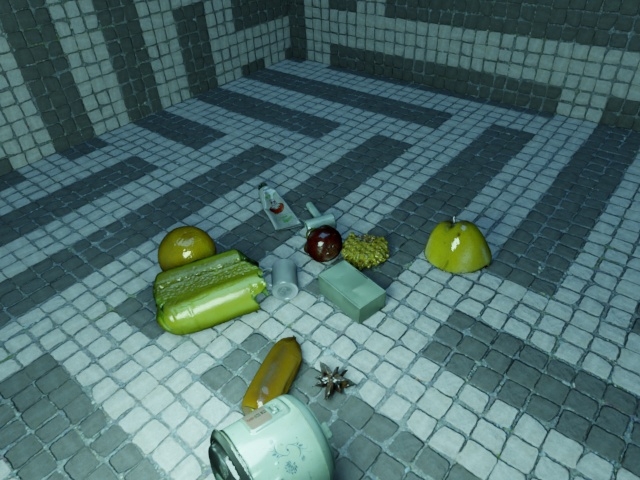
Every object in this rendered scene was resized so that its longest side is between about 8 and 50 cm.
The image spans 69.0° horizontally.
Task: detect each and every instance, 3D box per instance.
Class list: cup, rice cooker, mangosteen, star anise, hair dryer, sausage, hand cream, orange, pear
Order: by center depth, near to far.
[{"bbox_3d":[-0.129,0.536,1.126,0.317,0.264,0.316,-12,18,4],"label":"rice cooker"},{"bbox_3d":[0.029,0.416,1.420,0.124,0.056,0.129,-20,42,-19],"label":"star anise"},{"bbox_3d":[-0.130,0.399,1.422,0.112,0.112,0.328,11,38,17],"label":"sausage"},{"bbox_3d":[-0.152,0.150,1.741,0.136,0.099,0.133,-15,39,5],"label":"cup"},{"bbox_3d":[-0.506,0.056,1.776,0.236,0.236,0.236,-2,39,2],"label":"orange"},{"bbox_3d":[0.541,0.000,1.817,0.267,0.178,0.267,-3,43,3],"label":"pear"},{"bbox_3d":[0.000,-0.003,1.867,0.156,0.145,0.181,-32,59,-5],"label":"mangosteen"},{"bbox_3d":[-0.028,-0.115,2.086,0.131,0.073,0.236,-15,37,-12],"label":"hair dryer"},{"bbox_3d":[-0.206,-0.154,2.161,0.121,0.076,0.336,-20,48,-17],"label":"hand cream"}]

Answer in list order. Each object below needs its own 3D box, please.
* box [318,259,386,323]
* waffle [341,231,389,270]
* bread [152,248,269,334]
[{"bbox_3d":[0.112,0.183,1.685,0.129,0.086,0.225,-28,45,-29],"label":"box"},{"bbox_3d":[0.177,0.032,1.882,0.193,0.070,0.197,-8,39,-5],"label":"waffle"},{"bbox_3d":[-0.385,0.188,1.617,0.377,0.208,0.251,-17,47,-16],"label":"bread"}]
